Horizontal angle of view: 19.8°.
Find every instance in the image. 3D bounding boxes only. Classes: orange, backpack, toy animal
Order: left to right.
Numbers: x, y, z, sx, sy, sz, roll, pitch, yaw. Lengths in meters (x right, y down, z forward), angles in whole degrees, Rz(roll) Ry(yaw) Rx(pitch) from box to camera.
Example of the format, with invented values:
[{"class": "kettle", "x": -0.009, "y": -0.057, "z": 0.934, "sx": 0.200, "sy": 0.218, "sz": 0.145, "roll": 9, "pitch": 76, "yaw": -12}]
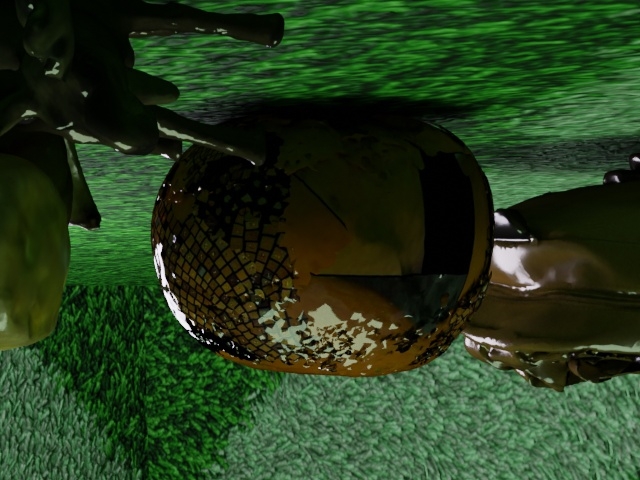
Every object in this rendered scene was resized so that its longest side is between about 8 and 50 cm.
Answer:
[{"class": "toy animal", "x": -0.107, "y": -0.066, "z": 0.709, "sx": 0.186, "sy": 0.093, "sz": 0.214, "roll": 10, "pitch": 179, "yaw": -32}, {"class": "orange", "x": 0.000, "y": 0.000, "z": 1.227, "sx": 0.234, "sy": 0.182, "sz": 0.234, "roll": -4, "pitch": -171, "yaw": 1}, {"class": "backpack", "x": 0.304, "y": 0.025, "z": 1.527, "sx": 0.378, "sy": 0.201, "sz": 0.353, "roll": -3, "pitch": 178, "yaw": -28}]

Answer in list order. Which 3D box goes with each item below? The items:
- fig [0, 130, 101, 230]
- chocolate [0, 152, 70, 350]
[{"class": "fig", "x": -0.175, "y": -0.038, "z": 0.910, "sx": 0.142, "sy": 0.148, "sz": 0.186, "roll": -25, "pitch": -165, "yaw": 46}, {"class": "chocolate", "x": -0.326, "y": -0.005, "z": 0.794, "sx": 0.445, "sy": 0.162, "sz": 0.162, "roll": 3, "pitch": 177, "yaw": 10}]
